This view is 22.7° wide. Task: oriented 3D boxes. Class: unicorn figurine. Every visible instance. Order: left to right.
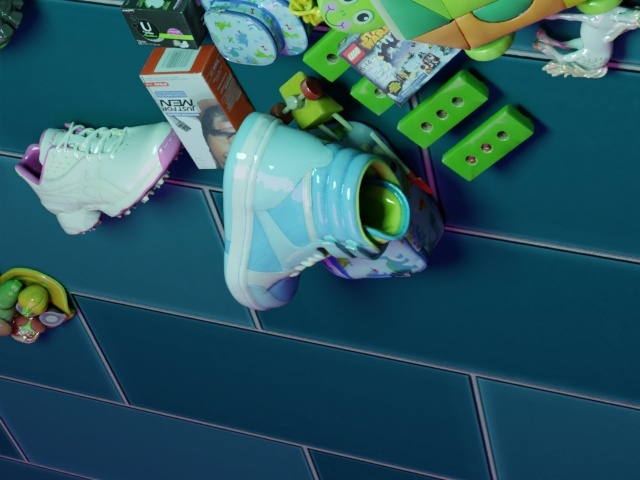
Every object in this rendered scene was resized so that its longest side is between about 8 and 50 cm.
[{"bbox_3d":[0.274,-0.214,1.599,0.111,0.060,0.162,18,163,9],"label":"unicorn figurine"}]

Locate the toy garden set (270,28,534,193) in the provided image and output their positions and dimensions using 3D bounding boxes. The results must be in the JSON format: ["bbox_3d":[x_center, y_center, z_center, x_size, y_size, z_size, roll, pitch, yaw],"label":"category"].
[{"bbox_3d":[0.083,-0.151,1.793,0.244,0.049,0.204,35,133,-20],"label":"toy garden set"}]

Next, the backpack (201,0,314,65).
[{"bbox_3d":[-0.065,-0.243,1.743,0.114,0.084,0.105,5,146,22],"label":"backpack"}]

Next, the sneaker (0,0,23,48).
[{"bbox_3d":[-0.528,-0.313,1.899,0.343,0.134,0.146,34,153,-10],"label":"sneaker"}]

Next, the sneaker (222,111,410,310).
[{"bbox_3d":[0.000,0.000,1.854,0.208,0.127,0.319,17,147,13],"label":"sneaker"}]

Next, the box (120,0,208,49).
[{"bbox_3d":[-0.174,-0.259,1.821,0.083,0.052,0.062,8,145,26],"label":"box"}]

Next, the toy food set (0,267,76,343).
[{"bbox_3d":[-0.479,0.121,2.546,0.128,0.071,0.218,36,146,-18],"label":"toy food set"}]

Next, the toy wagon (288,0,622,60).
[{"bbox_3d":[0.132,-0.264,1.472,0.344,0.068,0.267,-23,142,15],"label":"toy wagon"}]

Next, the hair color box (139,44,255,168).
[{"bbox_3d":[-0.138,-0.160,1.939,0.093,0.053,0.167,1,142,31],"label":"hair color box"}]

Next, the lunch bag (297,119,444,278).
[{"bbox_3d":[0.035,-0.044,1.964,0.176,0.090,0.219,-4,137,41],"label":"lunch bag"}]

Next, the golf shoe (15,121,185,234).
[{"bbox_3d":[-0.293,-0.100,2.076,0.140,0.115,0.306,42,143,-20],"label":"golf shoe"}]

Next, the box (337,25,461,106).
[{"bbox_3d":[0.097,-0.217,1.672,0.094,0.027,0.137,37,117,-20],"label":"box"}]
